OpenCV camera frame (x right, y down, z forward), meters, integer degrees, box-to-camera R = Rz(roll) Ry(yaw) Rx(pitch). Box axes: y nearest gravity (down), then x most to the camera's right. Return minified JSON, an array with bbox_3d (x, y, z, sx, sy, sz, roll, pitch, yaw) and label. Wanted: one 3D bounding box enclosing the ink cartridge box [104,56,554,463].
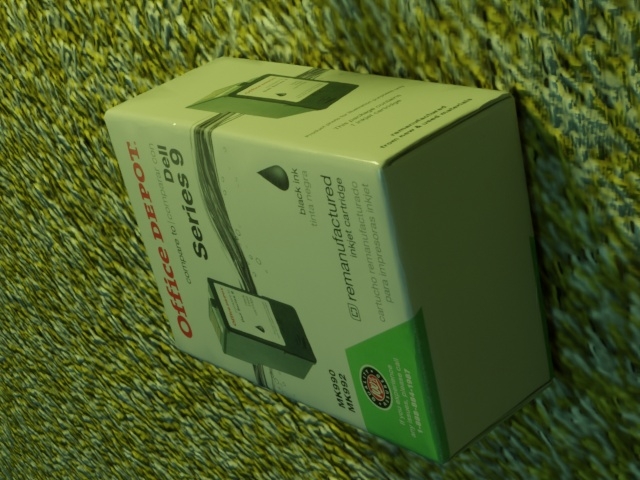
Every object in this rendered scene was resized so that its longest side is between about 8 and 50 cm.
[{"bbox_3d":[0.000,0.000,0.840,0.289,0.121,0.211,15,126,47],"label":"ink cartridge box"}]
